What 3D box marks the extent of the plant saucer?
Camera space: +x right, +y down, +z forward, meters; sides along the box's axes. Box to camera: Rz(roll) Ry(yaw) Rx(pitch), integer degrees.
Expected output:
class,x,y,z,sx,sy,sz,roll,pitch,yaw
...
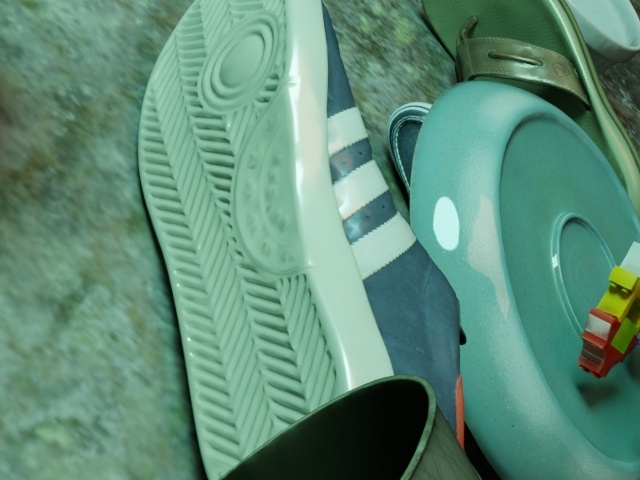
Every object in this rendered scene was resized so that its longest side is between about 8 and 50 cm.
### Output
class,x,y,z,sx,sy,sz,roll,pitch,yaw
plant saucer,0.169,0.034,0.738,0.317,0.043,0.318,28,52,-44

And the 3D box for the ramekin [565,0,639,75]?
class,x,y,z,sx,sy,sz,roll,pitch,yaw
ramekin,0.219,-0.240,1.102,0.207,0.109,0.207,31,37,-27

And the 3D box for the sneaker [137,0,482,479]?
class,x,y,z,sx,sy,sz,roll,pitch,yaw
sneaker,0.000,0.000,0.591,0.148,0.131,0.350,26,44,-43

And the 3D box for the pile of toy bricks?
class,x,y,z,sx,sy,sz,roll,pitch,yaw
pile of toy bricks,0.240,0.091,0.701,0.118,0.105,0.212,29,0,34

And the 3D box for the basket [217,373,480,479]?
class,x,y,z,sx,sy,sz,roll,pitch,yaw
basket,0.029,0.200,0.382,0.204,0.154,0.227,-41,100,-17

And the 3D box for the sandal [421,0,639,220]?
class,x,y,z,sx,sy,sz,roll,pitch,yaw
sandal,0.177,-0.127,0.937,0.086,0.120,0.303,-13,67,-40

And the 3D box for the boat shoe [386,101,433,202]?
class,x,y,z,sx,sy,sz,roll,pitch,yaw
boat shoe,0.094,-0.018,0.761,0.183,0.065,0.083,58,29,9
